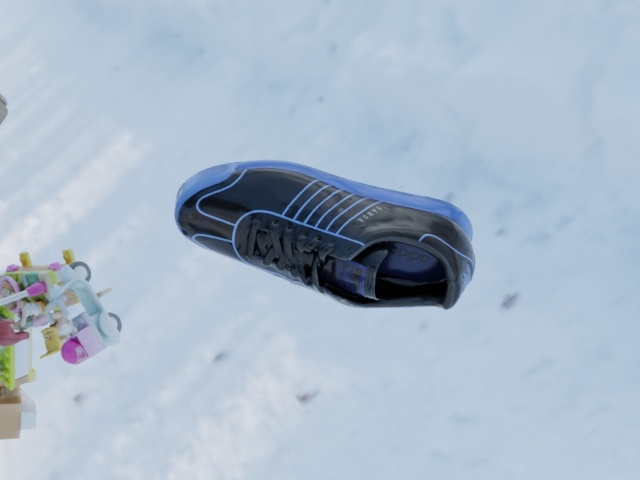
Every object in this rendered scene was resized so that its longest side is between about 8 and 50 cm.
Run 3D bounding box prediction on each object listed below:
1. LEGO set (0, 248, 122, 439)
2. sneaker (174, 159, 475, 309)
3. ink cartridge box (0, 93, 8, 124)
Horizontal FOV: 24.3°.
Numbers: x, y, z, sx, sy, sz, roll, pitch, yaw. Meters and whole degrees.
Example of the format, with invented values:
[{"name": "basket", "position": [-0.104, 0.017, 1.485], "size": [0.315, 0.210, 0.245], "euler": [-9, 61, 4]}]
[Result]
[{"name": "LEGO set", "position": [-0.285, 0.092, 1.300], "size": [0.107, 0.132, 0.287], "euler": [-21, -11, -37]}, {"name": "sneaker", "position": [0.000, 0.000, 1.102], "size": [0.232, 0.081, 0.090], "euler": [7, 31, 3]}, {"name": "ink cartridge box", "position": [-0.304, -0.072, 0.755], "size": [0.088, 0.234, 0.193], "euler": [-23, 31, 40]}]
